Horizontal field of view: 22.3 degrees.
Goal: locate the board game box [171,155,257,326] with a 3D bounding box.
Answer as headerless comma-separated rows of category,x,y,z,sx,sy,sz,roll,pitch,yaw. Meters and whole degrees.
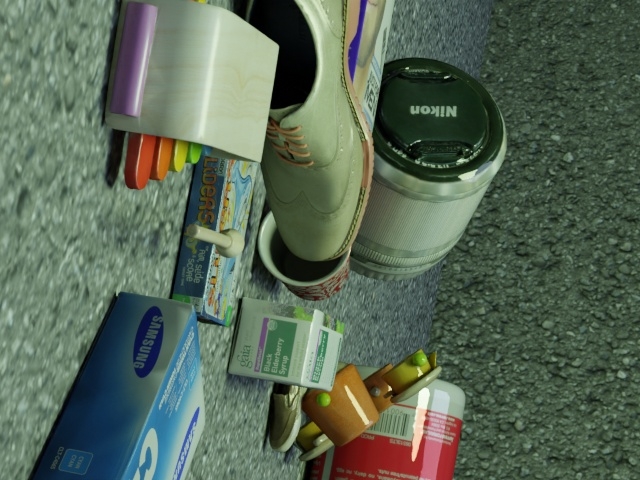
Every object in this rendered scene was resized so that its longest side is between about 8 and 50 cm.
board game box,-0.107,-0.017,1.678,0.136,0.035,0.201,40,59,-78

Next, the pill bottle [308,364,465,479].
pill bottle,0.089,0.416,2.582,0.229,0.229,0.407,54,46,-76

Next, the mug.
mug,0.003,0.009,2.033,0.113,0.150,0.169,61,-3,13

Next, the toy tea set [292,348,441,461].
toy tea set,0.028,0.215,2.348,0.200,0.124,0.336,-34,177,-25

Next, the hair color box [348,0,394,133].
hair color box,0.021,-0.256,1.991,0.185,0.110,0.339,42,55,-77

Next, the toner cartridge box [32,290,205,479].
toner cartridge box,-0.182,0.222,1.355,0.348,0.075,0.165,-71,167,-45

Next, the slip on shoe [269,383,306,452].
slip on shoe,-0.048,0.218,2.199,0.041,0.051,0.135,26,78,-38

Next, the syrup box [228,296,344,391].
syrup box,-0.039,0.132,2.013,0.237,0.096,0.093,41,59,-79

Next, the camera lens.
camera lens,0.116,-0.096,2.199,0.274,0.219,0.219,113,-6,-55

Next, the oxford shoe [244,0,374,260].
oxford shoe,-0.033,-0.137,1.773,0.146,0.140,0.397,-50,141,-53

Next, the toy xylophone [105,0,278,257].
toy xylophone,-0.109,-0.111,1.456,0.322,0.081,0.236,47,52,-77
